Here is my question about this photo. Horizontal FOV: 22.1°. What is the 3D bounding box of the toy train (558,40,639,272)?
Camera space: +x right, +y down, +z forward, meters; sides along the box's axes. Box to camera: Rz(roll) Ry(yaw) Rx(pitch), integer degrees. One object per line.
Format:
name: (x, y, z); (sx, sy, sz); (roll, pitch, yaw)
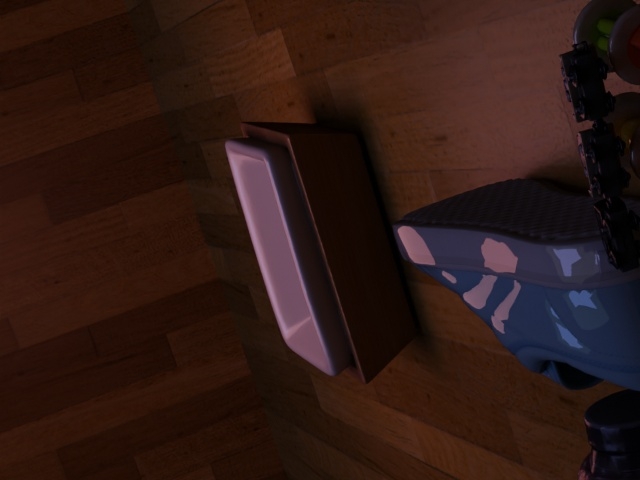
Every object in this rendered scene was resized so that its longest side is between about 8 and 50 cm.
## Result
toy train: (0.180, -0.054, 1.048); (0.036, 0.027, 0.158); (-114, 7, -67)

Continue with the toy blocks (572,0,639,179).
toy blocks: (0.219, -0.085, 1.018); (0.148, 0.054, 0.123); (-139, 31, -64)

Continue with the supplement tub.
supplement tub: (0.251, 0.210, 1.210); (0.106, 0.106, 0.198); (-154, 46, -71)

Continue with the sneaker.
sneaker: (0.159, 0.042, 1.269); (0.366, 0.135, 0.150); (-156, 51, -73)

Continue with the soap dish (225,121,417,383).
soap dish: (0.000, 0.000, 1.876); (0.229, 0.118, 0.290); (-156, 47, -72)
